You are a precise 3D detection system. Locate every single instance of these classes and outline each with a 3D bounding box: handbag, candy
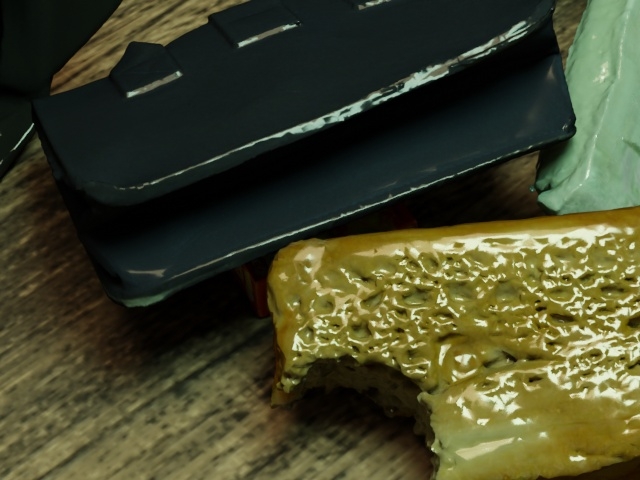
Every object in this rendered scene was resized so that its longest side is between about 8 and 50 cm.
[{"bbox_3d":[-0.019,-0.087,1.128,0.326,0.118,0.269,-20,28,-8],"label":"handbag"},{"bbox_3d":[0.000,0.000,1.141,0.122,0.038,0.062,-20,48,-15],"label":"candy"}]

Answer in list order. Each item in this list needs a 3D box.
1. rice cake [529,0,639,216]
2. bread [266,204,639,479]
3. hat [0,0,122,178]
[{"bbox_3d":[0.211,-0.145,1.152,0.063,0.066,0.336,-12,51,50],"label":"rice cake"},{"bbox_3d":[0.158,0.072,1.010,0.381,0.109,0.185,-6,75,1],"label":"bread"},{"bbox_3d":[-0.286,-0.170,1.155,0.209,0.238,0.336,41,101,26],"label":"hat"}]
